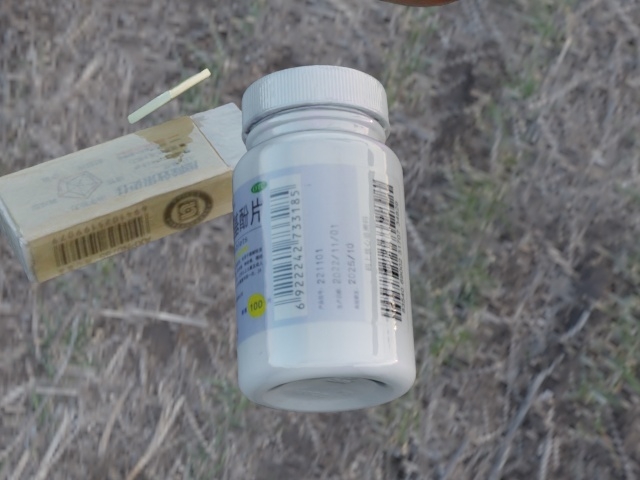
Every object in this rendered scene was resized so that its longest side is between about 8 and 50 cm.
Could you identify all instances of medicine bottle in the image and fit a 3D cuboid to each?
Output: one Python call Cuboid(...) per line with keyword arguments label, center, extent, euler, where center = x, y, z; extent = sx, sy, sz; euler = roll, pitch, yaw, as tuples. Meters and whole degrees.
Cuboid(label="medicine bottle", center=(0.000, 0.000, 0.912), extent=(0.103, 0.103, 0.186), euler=(1, 70, -11))

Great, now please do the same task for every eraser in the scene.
Cuboid(label="eraser", center=(-0.233, -0.066, 1.963), extent=(0.343, 0.078, 0.144), euler=(-20, 43, -18))

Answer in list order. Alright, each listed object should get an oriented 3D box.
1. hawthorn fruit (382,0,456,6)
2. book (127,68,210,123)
Cuboid(label="hawthorn fruit", center=(0.068, -0.396, 1.765), extent=(0.298, 0.277, 0.277), euler=(-13, 56, 11))
Cuboid(label="book", center=(-0.197, -0.189, 2.031), extent=(0.014, 0.077, 0.111), euler=(58, 32, -7))
